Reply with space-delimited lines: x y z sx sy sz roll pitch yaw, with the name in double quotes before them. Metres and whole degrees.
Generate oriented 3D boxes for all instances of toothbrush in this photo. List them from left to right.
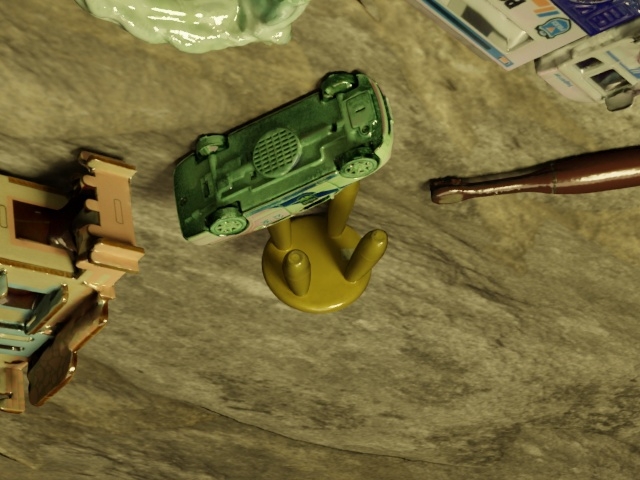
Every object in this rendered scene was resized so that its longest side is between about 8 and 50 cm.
"toothbrush" 0.290 -0.069 1.315 0.364 0.040 0.041 -8 149 -2

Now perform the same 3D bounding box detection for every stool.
"stool" 0.000 0.000 1.268 0.134 0.135 0.110 25 150 11

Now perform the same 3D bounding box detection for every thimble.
"thimble" -0.083 -0.224 0.844 0.185 0.149 0.211 -22 147 16

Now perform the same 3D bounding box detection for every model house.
"model house" -0.342 0.040 1.187 0.244 0.169 0.326 17 140 -35

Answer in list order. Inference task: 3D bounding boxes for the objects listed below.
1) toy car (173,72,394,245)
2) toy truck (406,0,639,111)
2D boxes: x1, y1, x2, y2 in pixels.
"toy car" -0.029 -0.067 1.175 0.224 0.090 0.076 -23 150 21
"toy truck" 0.173 -0.199 0.989 0.155 0.124 0.268 -23 146 33
